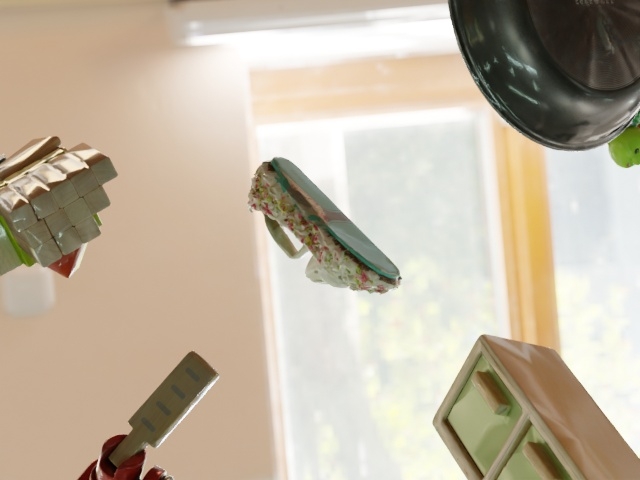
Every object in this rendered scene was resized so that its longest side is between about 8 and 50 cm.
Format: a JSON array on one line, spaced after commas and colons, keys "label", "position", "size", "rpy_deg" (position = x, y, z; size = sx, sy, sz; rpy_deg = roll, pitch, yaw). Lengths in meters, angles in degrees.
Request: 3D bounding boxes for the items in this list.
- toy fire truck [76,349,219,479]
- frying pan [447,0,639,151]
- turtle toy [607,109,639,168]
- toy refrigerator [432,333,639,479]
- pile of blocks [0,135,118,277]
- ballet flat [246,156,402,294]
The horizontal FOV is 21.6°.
[{"label": "toy fire truck", "position": [-0.151, 0.268, 1.805], "size": [0.217, 0.246, 0.158], "rpy_deg": [27, -139, 10]}, {"label": "frying pan", "position": [0.177, -0.220, 1.153], "size": [0.197, 0.326, 0.053], "rpy_deg": [20, 160, -33]}, {"label": "turtle toy", "position": [0.309, -0.135, 1.726], "size": [0.066, 0.130, 0.095], "rpy_deg": [-5, 161, 27]}, {"label": "toy refrigerator", "position": [0.194, 0.198, 1.381], "size": [0.094, 0.102, 0.269], "rpy_deg": [13, -154, -29]}, {"label": "pile of blocks", "position": [-0.312, -0.015, 1.641], "size": [0.362, 0.112, 0.149], "rpy_deg": [-1, -148, 44]}, {"label": "ballet flat", "position": [0.000, 0.000, 1.832], "size": [0.091, 0.077, 0.241], "rpy_deg": [13, -154, -46]}]
